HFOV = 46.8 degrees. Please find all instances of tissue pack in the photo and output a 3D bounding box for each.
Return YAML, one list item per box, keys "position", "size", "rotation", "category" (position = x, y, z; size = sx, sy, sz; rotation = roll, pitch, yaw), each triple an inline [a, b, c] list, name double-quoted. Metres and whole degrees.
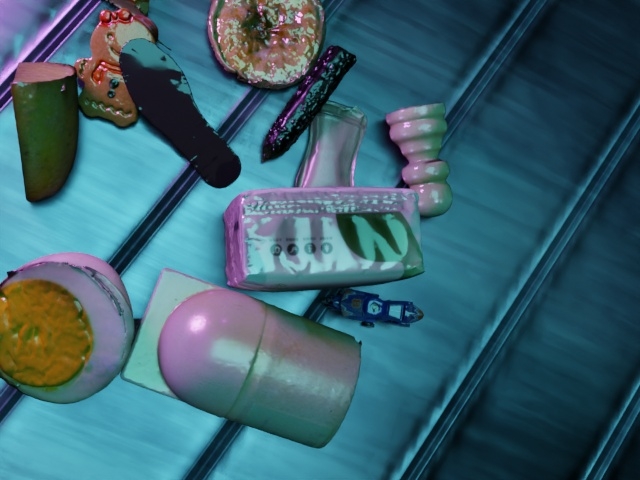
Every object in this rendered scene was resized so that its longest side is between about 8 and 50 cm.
- position: [0.000, 0.002, 1.465]
  size: [0.356, 0.266, 0.194]
  rotation: [-2, 84, -15]
  category: "tissue pack"

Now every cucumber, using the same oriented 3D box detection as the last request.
- position: [-0.032, -0.288, 1.578]
  size: [0.072, 0.072, 0.300]
  rotation: [36, 83, -9]
  category: "cucumber"

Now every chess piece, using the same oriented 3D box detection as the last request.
- position: [0.228, -0.171, 1.628]
  size: [0.133, 0.133, 0.243]
  rotation: [-11, 94, -16]
  category: "chess piece"

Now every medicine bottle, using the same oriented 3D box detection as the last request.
- position: [-0.150, 0.225, 1.414]
  size: [0.406, 0.235, 0.236]
  rotation: [22, 79, -12]
  category: "medicine bottle"

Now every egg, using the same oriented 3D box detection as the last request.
- position: [-0.468, 0.154, 1.379]
  size: [0.264, 0.174, 0.286]
  rotation: [29, 100, -4]
  category: "egg"

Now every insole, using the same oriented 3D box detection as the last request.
- position: [-0.285, -0.254, 1.505]
  size: [0.119, 0.009, 0.348]
  rotation: [-39, 108, -3]
  category: "insole"

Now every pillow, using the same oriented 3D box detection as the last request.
- position: [0.026, -0.192, 1.609]
  size: [0.130, 0.038, 0.233]
  rotation: [13, 80, -11]
  category: "pillow"

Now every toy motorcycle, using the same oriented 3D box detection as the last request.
- position: [0.106, 0.142, 1.556]
  size: [0.205, 0.114, 0.076]
  rotation: [12, 80, -13]
  category: "toy motorcycle"

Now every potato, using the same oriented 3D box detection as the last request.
- position: [-0.518, -0.199, 1.415]
  size: [0.112, 0.269, 0.255]
  rotation: [-2, 112, -16]
  category: "potato"

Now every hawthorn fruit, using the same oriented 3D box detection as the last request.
- position: [-0.354, -0.420, 1.520]
  size: [0.103, 0.067, 0.067]
  rotation: [26, 78, -12]
  category: "hawthorn fruit"

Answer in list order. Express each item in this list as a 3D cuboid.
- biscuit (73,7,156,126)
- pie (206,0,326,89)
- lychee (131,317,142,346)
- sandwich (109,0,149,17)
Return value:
- position: [-0.403, -0.346, 1.478]
  size: [0.166, 0.036, 0.226]
  rotation: [19, 99, -12]
  category: "biscuit"
- position: [-0.111, -0.457, 1.594]
  size: [0.274, 0.055, 0.274]
  rotation: [2, 83, -15]
  category: "pie"
- position: [-0.367, 0.190, 1.451]
  size: [0.083, 0.068, 0.067]
  rotation: [-41, 136, -18]
  category: "lychee"
- position: [-0.430, -0.605, 1.520]
  size: [0.245, 0.063, 0.212]
  rotation: [25, 77, -13]
  category: "sandwich"
